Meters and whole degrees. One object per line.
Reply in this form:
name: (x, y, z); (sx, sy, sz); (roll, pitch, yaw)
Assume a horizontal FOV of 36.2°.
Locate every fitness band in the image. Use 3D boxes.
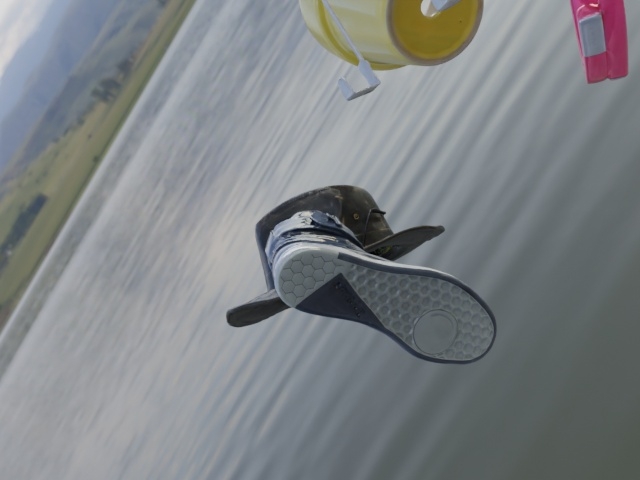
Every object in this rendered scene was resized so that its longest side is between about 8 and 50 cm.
fitness band: (0.329, -0.316, 1.193); (0.291, 0.054, 0.209); (49, -147, -64)

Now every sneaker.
sneaker: (0.052, 0.040, 0.953); (0.086, 0.226, 0.163); (-66, 15, 7)

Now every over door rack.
over door rack: (0.069, -0.380, 1.279); (0.239, 0.108, 0.324); (-41, 66, 53)

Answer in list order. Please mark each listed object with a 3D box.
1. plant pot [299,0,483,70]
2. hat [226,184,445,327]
plant pot: (0.123, -0.374, 1.501); (0.254, 0.254, 0.239); (-58, 30, 8)
hat: (0.000, 0.000, 1.374); (0.331, 0.134, 0.331); (-24, -6, -2)
